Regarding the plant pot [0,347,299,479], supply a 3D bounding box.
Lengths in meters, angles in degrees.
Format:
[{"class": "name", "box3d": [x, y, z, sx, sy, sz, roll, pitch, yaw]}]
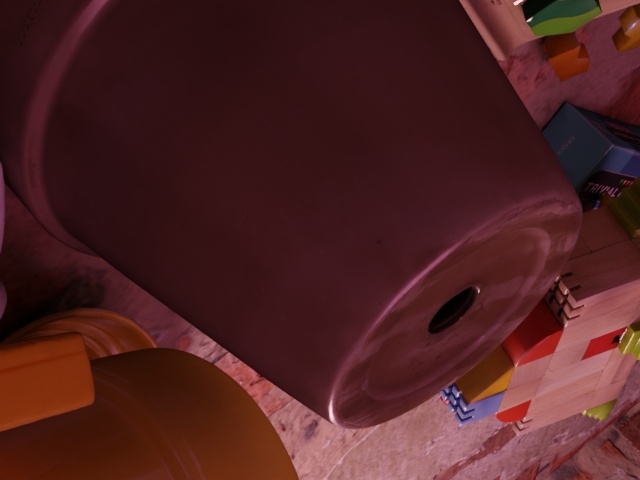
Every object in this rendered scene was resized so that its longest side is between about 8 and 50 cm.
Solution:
[{"class": "plant pot", "box3d": [-0.170, 0.209, 0.684, 0.239, 0.254, 0.254, -9, 139, -46]}]

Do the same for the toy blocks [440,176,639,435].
[{"class": "toy blocks", "box3d": [0.235, 0.107, 1.245, 0.260, 0.191, 0.381, -17, 146, -17]}]

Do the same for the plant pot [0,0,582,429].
[{"class": "plant pot", "box3d": [-0.004, -0.050, 0.688, 0.323, 0.280, 0.323, -32, 152, -19]}]

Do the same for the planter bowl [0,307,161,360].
[{"class": "planter bowl", "box3d": [-0.223, 0.146, 0.868, 0.217, 0.090, 0.217, -19, 117, -43]}]

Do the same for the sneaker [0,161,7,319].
[{"class": "sneaker", "box3d": [-0.299, 0.002, 0.594, 0.297, 0.111, 0.129, -13, 127, -51]}]

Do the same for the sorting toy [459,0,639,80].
[{"class": "sorting toy", "box3d": [0.247, -0.217, 0.958, 0.229, 0.041, 0.307, -21, 159, 18]}]

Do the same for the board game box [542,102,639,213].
[{"class": "board game box", "box3d": [0.266, 0.000, 1.370, 0.336, 0.079, 0.253, -52, 153, 22]}]

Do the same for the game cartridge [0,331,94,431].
[{"class": "game cartridge", "box3d": [-0.319, 0.106, 0.559, 0.323, 0.053, 0.285, -17, 175, 42]}]
